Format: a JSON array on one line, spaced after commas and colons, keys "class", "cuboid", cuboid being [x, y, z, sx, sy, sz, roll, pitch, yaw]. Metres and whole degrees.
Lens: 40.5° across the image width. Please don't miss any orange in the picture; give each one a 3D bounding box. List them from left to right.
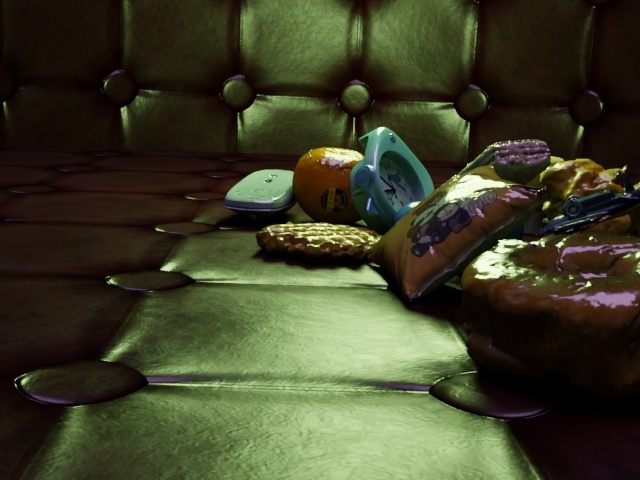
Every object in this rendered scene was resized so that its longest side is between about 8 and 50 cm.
[{"class": "orange", "cuboid": [0.038, -0.132, 2.124, 0.219, 0.193, 0.219, 5, 33, -3]}]

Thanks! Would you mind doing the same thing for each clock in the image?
[{"class": "clock", "cuboid": [0.156, -0.114, 2.007, 0.094, 0.223, 0.274, -25, 29, 37]}]

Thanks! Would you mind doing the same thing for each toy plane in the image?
[{"class": "toy plane", "cuboid": [0.584, -0.068, 1.788, 0.326, 0.104, 0.223, -33, -1, 21]}]

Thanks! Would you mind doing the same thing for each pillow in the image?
[{"class": "pillow", "cuboid": [0.237, -0.022, 1.584, 0.310, 0.119, 0.312, -40, 14, 3]}]

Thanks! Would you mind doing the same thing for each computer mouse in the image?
[{"class": "computer mouse", "cuboid": [-0.137, -0.102, 2.183, 0.159, 0.097, 0.288, 6, 23, 13]}]

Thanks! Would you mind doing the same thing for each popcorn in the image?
[{"class": "popcorn", "cuboid": [0.629, -0.083, 2.035, 0.253, 0.191, 0.190, 13, 27, 6]}]

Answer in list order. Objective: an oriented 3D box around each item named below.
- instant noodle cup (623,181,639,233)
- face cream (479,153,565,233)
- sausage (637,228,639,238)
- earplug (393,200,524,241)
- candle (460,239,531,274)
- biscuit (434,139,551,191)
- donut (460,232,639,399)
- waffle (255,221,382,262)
[{"class": "instant noodle cup", "cuboid": [0.818, -0.081, 2.170, 0.168, 0.168, 0.185, 2, 3, -4]}, {"class": "face cream", "cuboid": [0.507, -0.125, 2.215, 0.218, 0.179, 0.218, 2, 12, -1]}, {"class": "sausage", "cuboid": [0.758, 0.010, 1.700, 0.268, 0.141, 0.153, 12, 15, 42]}, {"class": "earplug", "cuboid": [0.293, -0.037, 1.900, 0.273, 0.132, 0.132, -4, 13, -12]}, {"class": "candle", "cuboid": [0.335, 0.039, 1.660, 0.168, 0.068, 0.192, 5, 9, 25]}, {"class": "biscuit", "cuboid": [0.369, -0.126, 2.014, 0.144, 0.078, 0.426, -6, -15, -19]}, {"class": "donut", "cuboid": [0.369, 0.095, 1.151, 0.360, 0.170, 0.360, -3, 14, 1]}, {"class": "waffle", "cuboid": [0.000, -0.002, 1.829, 0.291, 0.051, 0.291, 4, 12, -1]}]
